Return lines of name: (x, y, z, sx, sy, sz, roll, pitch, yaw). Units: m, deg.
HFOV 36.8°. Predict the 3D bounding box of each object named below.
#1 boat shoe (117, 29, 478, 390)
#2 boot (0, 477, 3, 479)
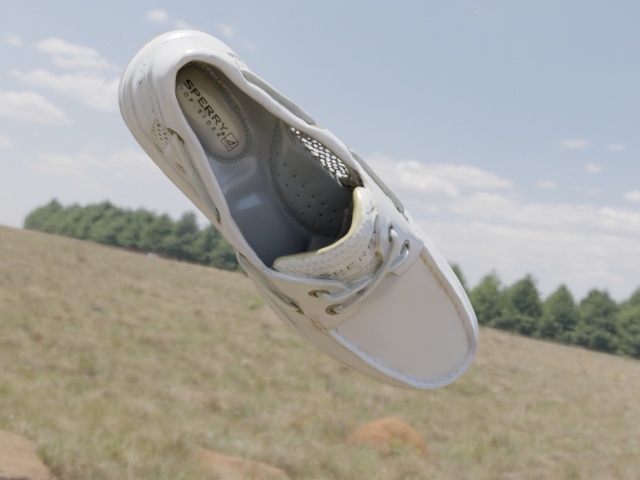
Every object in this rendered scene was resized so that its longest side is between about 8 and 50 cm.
boat shoe: (0.000, 0.000, 0.536, 0.277, 0.098, 0.096, 43, -4, -21)
boot: (-0.041, 0.293, 0.309, 0.445, 0.367, 0.146, 8, -15, 28)
